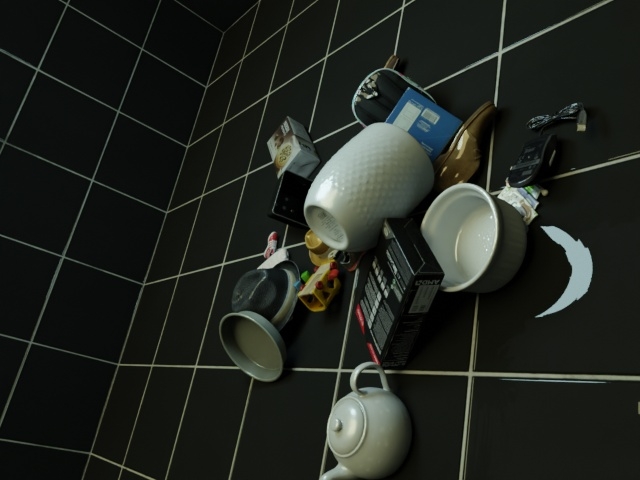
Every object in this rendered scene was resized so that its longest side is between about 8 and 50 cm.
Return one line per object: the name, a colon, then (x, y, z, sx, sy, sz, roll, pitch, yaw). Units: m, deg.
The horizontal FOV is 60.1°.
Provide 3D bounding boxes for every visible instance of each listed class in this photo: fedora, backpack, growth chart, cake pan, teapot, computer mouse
fedora: (-0.222, 0.205, 2.051, 0.334, 0.152, 0.334, -32, 46, 40)
fedora: (0.000, 0.000, 2.043, 0.194, 0.079, 0.194, -33, 44, 39)
backpack: (0.236, -0.452, 1.862, 0.225, 0.253, 0.191, -55, 11, 16)
growth chart: (0.494, -0.065, 1.459, 0.237, 0.021, 0.172, -57, 35, 13)
cake pan: (-0.238, 0.374, 1.989, 0.293, 0.293, 0.054, -26, 9, 44)
teapot: (0.106, 0.497, 1.469, 0.252, 0.187, 0.256, -44, 37, 27)
computer mouse: (0.586, -0.231, 1.396, 0.184, 0.060, 0.262, -17, 40, 54)

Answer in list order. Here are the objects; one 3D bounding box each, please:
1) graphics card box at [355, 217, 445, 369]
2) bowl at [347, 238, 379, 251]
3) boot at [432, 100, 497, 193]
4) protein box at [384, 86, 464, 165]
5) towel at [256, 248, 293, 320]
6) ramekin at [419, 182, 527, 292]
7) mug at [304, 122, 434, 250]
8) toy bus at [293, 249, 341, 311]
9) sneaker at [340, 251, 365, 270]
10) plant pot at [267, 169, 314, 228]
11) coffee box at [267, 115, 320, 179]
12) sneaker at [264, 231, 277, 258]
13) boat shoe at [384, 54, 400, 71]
graphics card box: (0.204, 0.149, 1.513, 0.233, 0.094, 0.371, -109, 24, -48)
bowl: (0.122, -0.060, 1.814, 0.297, 0.134, 0.298, -10, 45, 10)
boot: (0.440, -0.262, 1.623, 0.115, 0.112, 0.305, 37, 97, 26)
protein box: (0.303, -0.321, 1.701, 0.199, 0.136, 0.201, 37, 103, 15)
towel: (-0.223, 0.240, 2.215, 0.317, 0.053, 0.332, -40, 41, 33)
ramekin: (0.389, 0.003, 1.415, 0.277, 0.135, 0.277, -30, 54, 53)
mug: (0.097, -0.131, 1.627, 0.328, 0.276, 0.374, -43, 16, -26)
toy bus: (0.017, 0.151, 1.895, 0.202, 0.104, 0.191, -37, 17, 6)
sneaker: (0.117, 0.025, 1.877, 0.061, 0.064, 0.158, 17, 83, 57)
plant pot: (-0.114, -0.148, 2.224, 0.167, 0.188, 0.188, -20, 52, 63)
coffee box: (-0.121, -0.391, 2.433, 0.168, 0.118, 0.297, -48, 37, 25)
sneaker: (-0.199, 0.025, 2.335, 0.067, 0.042, 0.119, 19, 92, 61)
boat shoe: (0.260, -0.600, 2.103, 0.073, 0.073, 0.207, 27, 95, 19)
